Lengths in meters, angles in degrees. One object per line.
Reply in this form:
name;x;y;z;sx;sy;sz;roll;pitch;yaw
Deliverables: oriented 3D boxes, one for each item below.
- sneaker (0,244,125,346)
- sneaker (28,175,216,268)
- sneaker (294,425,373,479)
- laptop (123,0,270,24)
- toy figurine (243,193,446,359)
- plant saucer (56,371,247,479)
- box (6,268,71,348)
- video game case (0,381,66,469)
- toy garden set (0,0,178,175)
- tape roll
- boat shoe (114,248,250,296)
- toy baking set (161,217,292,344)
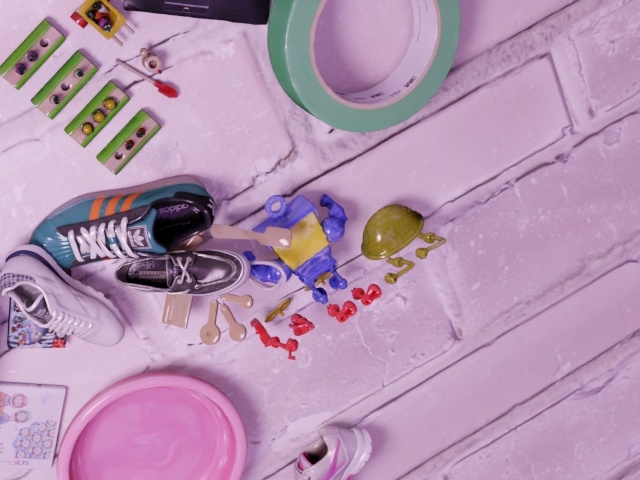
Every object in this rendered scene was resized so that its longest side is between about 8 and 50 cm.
sneaker;-0.406;0.110;1.591;0.090;0.095;0.235;-38;122;20
sneaker;-0.312;-0.021;1.610;0.302;0.121;0.108;-20;116;-12
sneaker;-0.009;0.451;1.922;0.111;0.103;0.252;28;91;-23
laptop;-0.155;-0.453;1.500;0.234;0.136;0.264;2;108;-21
toy figurine;0.000;0.000;1.708;0.362;0.191;0.217;-37;113;-6
plant saucer;-0.297;0.373;1.785;0.332;0.084;0.332;-7;111;-19
box;-0.459;0.110;1.655;0.094;0.027;0.137;1;109;-22
video game case;-0.515;0.314;1.715;0.143;0.019;0.157;7;106;-23
toy garden set;-0.332;-0.247;1.558;0.204;0.049;0.244;-47;118;1
tape roll;0.074;-0.338;1.643;0.321;0.077;0.321;-11;117;-23
boat shoe;-0.225;0.055;1.642;0.219;0.070;0.077;-6;84;14
toy baking set;-0.161;0.055;1.678;0.197;0.030;0.256;37;98;16
